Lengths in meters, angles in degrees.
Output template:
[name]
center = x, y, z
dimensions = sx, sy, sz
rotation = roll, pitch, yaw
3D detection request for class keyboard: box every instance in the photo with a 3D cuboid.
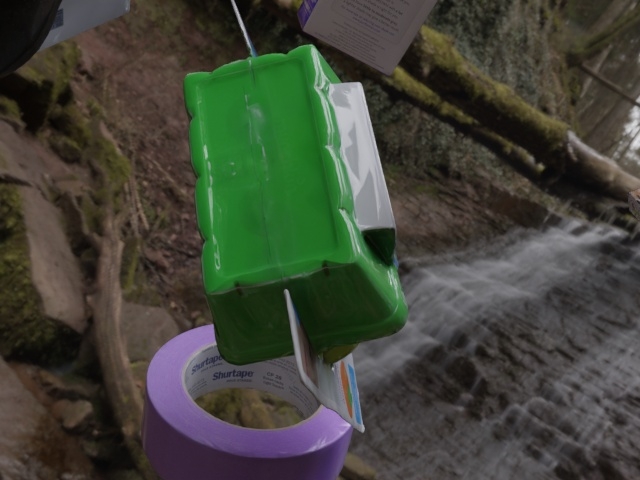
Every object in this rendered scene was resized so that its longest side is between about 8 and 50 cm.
[keyboard]
center = -0.249, -0.214, 0.592
dimensions = 0.014, 0.256, 0.072
rotation = 28, -51, 4

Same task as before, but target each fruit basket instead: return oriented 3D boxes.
[fruit basket]
center = 0.000, 0.000, 0.603
dimensions = 0.353, 0.166, 0.327
rotation = 52, 25, -63

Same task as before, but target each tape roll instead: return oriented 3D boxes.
[tape roll]
center = -0.092, 0.219, 0.844
dimensions = 0.275, 0.090, 0.275
rotation = 10, 25, -5

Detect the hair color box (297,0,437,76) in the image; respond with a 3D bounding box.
[hair color box]
center = 0.121, -0.474, 1.073
dimensions = 0.185, 0.338, 0.110
rotation = 21, 30, -23

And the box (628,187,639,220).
[box]
center = 0.536, -0.061, 0.847
dimensions = 0.114, 0.207, 0.036
rotation = -104, 169, -51

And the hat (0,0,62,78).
[hat]
center = -0.266, -0.202, 0.344
dimensions = 0.134, 0.331, 0.331
rotation = 38, -7, 2
